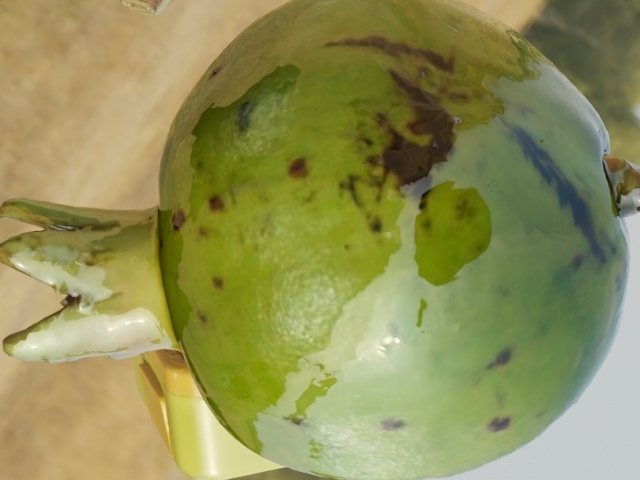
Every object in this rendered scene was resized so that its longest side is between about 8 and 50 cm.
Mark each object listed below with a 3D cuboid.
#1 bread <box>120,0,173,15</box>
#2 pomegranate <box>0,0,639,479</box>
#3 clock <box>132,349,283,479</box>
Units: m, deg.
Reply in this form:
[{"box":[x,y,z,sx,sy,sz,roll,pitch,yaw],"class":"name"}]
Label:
[{"box":[-0.123,-0.215,1.506,0.047,0.036,0.083,5,-119,60],"class":"bread"},{"box":[0.000,0.000,0.992,0.260,0.340,0.260,172,-90,-90],"class":"pomegranate"},{"box":[-0.055,0.086,1.354,0.202,0.143,0.096,-135,-140,-67],"class":"clock"}]
